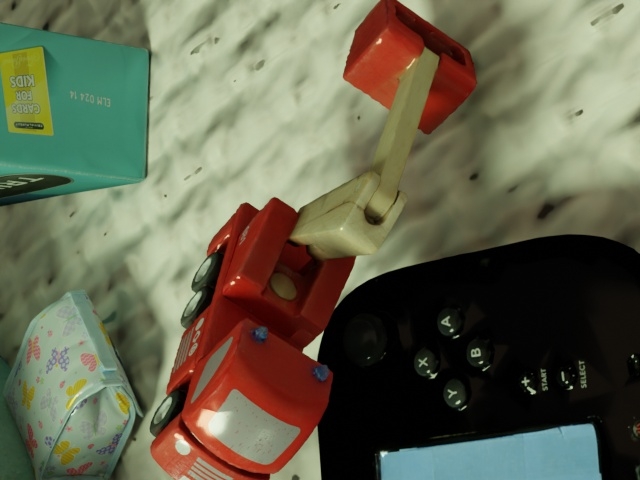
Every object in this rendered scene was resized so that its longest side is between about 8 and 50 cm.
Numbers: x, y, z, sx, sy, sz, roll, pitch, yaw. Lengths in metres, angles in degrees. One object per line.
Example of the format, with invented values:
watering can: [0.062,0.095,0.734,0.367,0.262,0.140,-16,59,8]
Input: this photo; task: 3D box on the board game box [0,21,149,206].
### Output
board game box: [-0.301,-0.070,0.846,0.254,0.336,0.079,-6,81,49]

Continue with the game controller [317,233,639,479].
game controller: [0.075,0.160,0.592,0.166,0.067,0.319,-17,74,47]

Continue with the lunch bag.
lunch bag: [-0.128,0.078,0.847,0.071,0.053,0.083,57,136,39]

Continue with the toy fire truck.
toy fire truck: [0.000,0.000,0.634,0.135,0.047,0.192,-46,19,33]

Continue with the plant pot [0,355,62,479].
plant pot: [-0.260,0.191,0.855,0.252,0.248,0.247,35,113,26]
